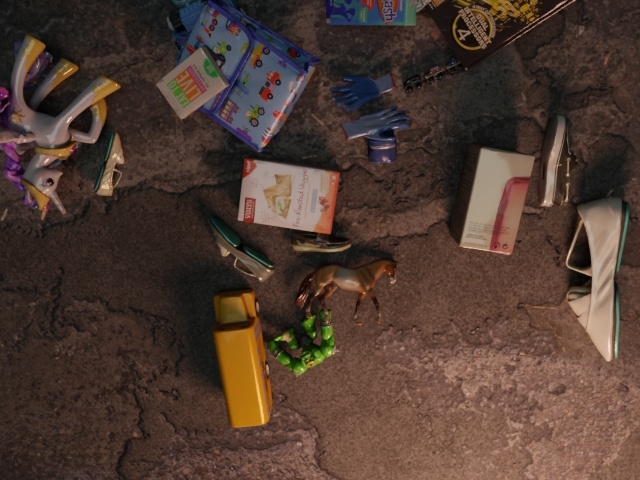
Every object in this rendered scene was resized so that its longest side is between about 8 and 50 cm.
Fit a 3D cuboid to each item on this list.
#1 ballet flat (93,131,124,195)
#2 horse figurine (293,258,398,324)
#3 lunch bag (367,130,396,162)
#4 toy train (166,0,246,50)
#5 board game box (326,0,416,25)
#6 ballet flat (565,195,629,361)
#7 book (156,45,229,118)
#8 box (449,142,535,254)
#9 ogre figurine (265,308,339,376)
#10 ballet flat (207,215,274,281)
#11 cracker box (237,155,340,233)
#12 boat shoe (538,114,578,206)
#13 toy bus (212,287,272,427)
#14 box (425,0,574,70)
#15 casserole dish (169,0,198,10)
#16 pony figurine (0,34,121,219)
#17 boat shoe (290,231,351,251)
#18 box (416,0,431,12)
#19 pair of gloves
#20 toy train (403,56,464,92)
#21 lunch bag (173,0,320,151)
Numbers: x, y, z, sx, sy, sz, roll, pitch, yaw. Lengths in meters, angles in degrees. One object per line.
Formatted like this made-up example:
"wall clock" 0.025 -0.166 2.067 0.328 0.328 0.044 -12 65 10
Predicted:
"ballet flat" -0.517 -0.189 1.443 0.053 0.057 0.168 15 109 -29
"horse figurine" 0.058 0.120 1.450 0.264 0.066 0.174 2 69 13
"lunch bag" 0.144 -0.231 1.369 0.067 0.098 0.065 -2 121 2
"toy train" -0.264 -0.501 1.320 0.184 0.080 0.105 -21 131 11
"board game box" 0.108 -0.550 1.255 0.210 0.047 0.159 14 115 34
"ballet flat" 0.665 0.091 1.412 0.139 0.139 0.399 0 99 3
"book" -0.280 -0.345 1.278 0.144 0.035 0.096 -28 100 28
"box" 0.395 -0.101 1.357 0.127 0.148 0.232 9 104 1
"ogre figurine" -0.035 0.269 1.500 0.197 0.097 0.118 -31 82 -6
"ballet flat" -0.213 0.029 1.461 0.213 0.072 0.068 39 106 -7
"cracker box" -0.077 -0.112 1.422 0.233 0.067 0.155 8 103 2
"boat shoe" 0.564 -0.186 1.369 0.070 0.077 0.219 1 111 4
"toy bus" -0.203 0.297 1.492 0.108 0.130 0.332 -7 103 4
"box" 0.334 -0.604 1.195 0.318 0.097 0.394 -27 103 43
"casserole dish" -0.324 -0.622 1.331 0.114 0.037 0.188 -24 100 8
"pony figurine" -0.687 -0.271 1.338 0.351 0.303 0.363 28 88 -12
"boat shoe" 0.000 0.000 1.449 0.153 0.056 0.049 -2 108 4
"box" 0.202 -0.546 1.248 0.137 0.027 0.094 -27 103 46
"pair of gloves" 0.114 -0.307 1.340 0.160 0.023 0.198 -15 68 0
"toy train" 0.269 -0.391 1.359 0.159 0.027 0.036 -22 90 8
"lunch bag" -0.189 -0.382 1.303 0.293 0.138 0.220 33 121 -4
